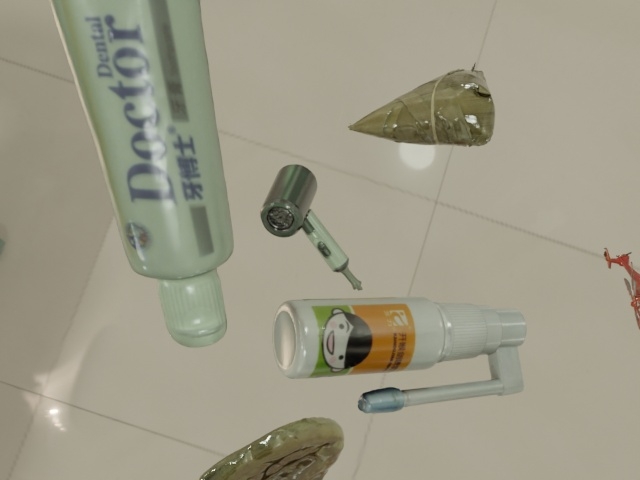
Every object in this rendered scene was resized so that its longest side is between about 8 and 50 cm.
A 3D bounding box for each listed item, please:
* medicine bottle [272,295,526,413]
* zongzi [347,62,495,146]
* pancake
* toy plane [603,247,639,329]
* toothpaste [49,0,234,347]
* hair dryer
[{"bbox_3d":[0.074,0.091,0.641,0.221,0.061,0.092,0,74,-26],"label":"medicine bottle"},{"bbox_3d":[0.130,-0.177,1.021,0.178,0.189,0.081,-2,116,8],"label":"zongzi"},{"bbox_3d":[-0.095,0.348,1.070,0.295,0.294,0.049,-31,60,-10],"label":"pancake"},{"bbox_3d":[0.524,0.078,1.279,0.077,0.194,0.126,-16,98,4],"label":"toy plane"},{"bbox_3d":[-0.071,-0.072,0.305,0.067,0.037,0.255,-6,112,4],"label":"toothpaste"},{"bbox_3d":[0.000,0.000,1.028,0.057,0.100,0.197,-26,116,28],"label":"hair dryer"}]
